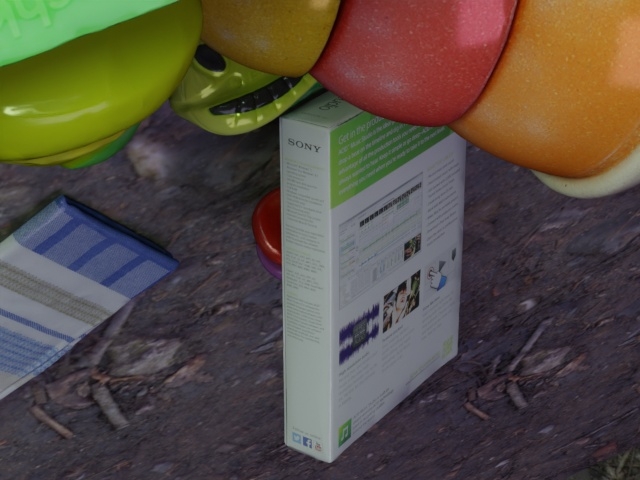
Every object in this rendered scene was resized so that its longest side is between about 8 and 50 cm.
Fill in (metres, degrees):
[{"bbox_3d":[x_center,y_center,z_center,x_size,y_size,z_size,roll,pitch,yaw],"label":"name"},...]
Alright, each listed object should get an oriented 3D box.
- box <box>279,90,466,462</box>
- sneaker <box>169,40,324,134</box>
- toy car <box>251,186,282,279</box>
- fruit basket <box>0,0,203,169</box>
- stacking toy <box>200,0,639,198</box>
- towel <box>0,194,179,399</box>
[{"bbox_3d":[0.051,0.006,1.322,0.232,0.058,0.322,-33,132,-48],"label":"box"},{"bbox_3d":[0.001,-0.174,1.184,0.295,0.109,0.123,-26,-167,-24],"label":"sneaker"},{"bbox_3d":[0.000,0.000,1.464,0.136,0.159,0.182,6,157,10],"label":"toy car"},{"bbox_3d":[-0.145,-0.140,0.702,0.392,0.283,0.392,-13,128,-17],"label":"fruit basket"},{"bbox_3d":[0.010,-0.217,0.955,0.479,0.351,0.351,4,145,-18],"label":"stacking toy"},{"bbox_3d":[-0.295,0.067,1.407,0.285,0.034,0.209,-36,151,13],"label":"towel"}]
